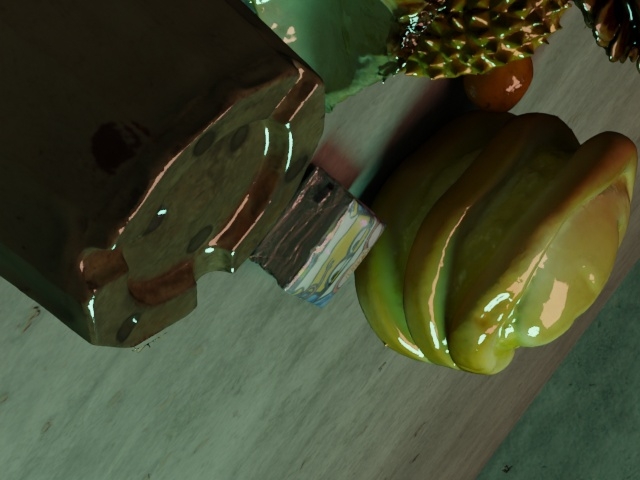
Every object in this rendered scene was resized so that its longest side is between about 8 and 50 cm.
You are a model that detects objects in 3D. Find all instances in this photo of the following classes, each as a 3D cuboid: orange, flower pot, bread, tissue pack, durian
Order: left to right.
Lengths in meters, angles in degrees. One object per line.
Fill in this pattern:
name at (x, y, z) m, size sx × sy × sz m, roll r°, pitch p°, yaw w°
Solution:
flower pot at (-0.148, -0.093, 1.080) m, size 0.290 × 0.259 × 0.290 m, roll -44°, pitch 160°, yaw -20°
tissue pack at (0.000, 0.000, 1.972) m, size 0.115 × 0.065 × 0.155 m, roll -51°, pitch 162°, yaw 2°
durian at (0.026, -0.183, 1.521) m, size 0.144 × 0.139 × 0.252 m, roll -26°, pitch -177°, yaw -31°
durian at (0.149, -0.234, 1.823) m, size 0.182 × 0.165 × 0.132 m, roll -9°, pitch 179°, yaw -23°
bread at (0.185, -0.013, 2.109) m, size 0.316 × 0.211 × 0.270 m, roll -50°, pitch -155°, yaw -18°
orange at (0.186, -0.174, 2.088) m, size 0.083 × 0.070 × 0.083 m, roll -54°, pitch 179°, yaw -2°

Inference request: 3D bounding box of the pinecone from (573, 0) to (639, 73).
pinecone at (0.382, -0.291, 2.004) m, size 0.246 × 0.292 × 0.246 m, roll 12°, pitch 76°, yaw -59°
